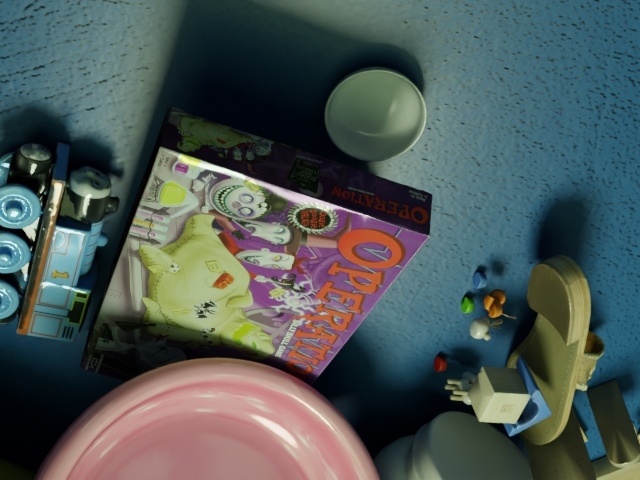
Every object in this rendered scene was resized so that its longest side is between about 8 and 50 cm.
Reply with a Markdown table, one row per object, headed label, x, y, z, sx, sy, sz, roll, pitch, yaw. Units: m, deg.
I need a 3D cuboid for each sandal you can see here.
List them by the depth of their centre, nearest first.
| label | x | y | z | sx | sy | sz | roll | pitch | yaw |
| --- | --- | --- | --- | --- | --- | --- | --- | --- | --- |
| sandal | 0.235 | 0.101 | 0.939 | 0.079 | 0.088 | 0.240 | -20 | 137 | -18 |

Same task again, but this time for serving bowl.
| label | x | y | z | sx | sy | sz | roll | pitch | yaw |
| --- | --- | --- | --- | --- | --- | --- | --- | --- | --- |
| serving bowl | 0.044 | -0.107 | 0.827 | 0.083 | 0.027 | 0.083 | -1 | 124 | -1 |

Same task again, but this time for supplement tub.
| label | x | y | z | sx | sy | sz | roll | pitch | yaw |
| --- | --- | --- | --- | --- | --- | --- | --- | --- | --- |
| supplement tub | 0.088 | 0.320 | 1.016 | 0.191 | 0.191 | 0.272 | 31 | 118 | -20 |

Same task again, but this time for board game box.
| label | x | y | z | sx | sy | sz | roll | pitch | yaw |
| --- | --- | --- | --- | --- | --- | --- | --- | --- | --- |
| board game box | -0.072 | 0.043 | 0.847 | 0.208 | 0.056 | 0.347 | 14 | 143 | -14 |

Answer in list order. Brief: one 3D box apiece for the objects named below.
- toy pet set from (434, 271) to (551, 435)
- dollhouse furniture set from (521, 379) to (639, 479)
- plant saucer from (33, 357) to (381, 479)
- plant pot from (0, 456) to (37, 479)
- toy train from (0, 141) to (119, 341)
| label | x | y | z | sx | sy | sz | roll | pitch | yaw |
| --- | --- | --- | --- | --- | --- | --- | --- | --- | --- |
| toy pet set | 0.170 | 0.112 | 0.935 | 0.065 | 0.114 | 0.122 | 6 | 126 | -20 |
| dollhouse furniture set | 0.304 | 0.240 | 1.007 | 0.144 | 0.123 | 0.151 | -26 | 121 | 16 |
| plant saucer | -0.098 | 0.268 | 0.859 | 0.332 | 0.332 | 0.084 | 31 | 157 | -20 |
| plant pot | -0.403 | 0.312 | 0.894 | 0.366 | 0.366 | 0.353 | -35 | 119 | 20 |
| toy train | -0.239 | 0.002 | 0.869 | 0.105 | 0.080 | 0.184 | 11 | 121 | -19 |
